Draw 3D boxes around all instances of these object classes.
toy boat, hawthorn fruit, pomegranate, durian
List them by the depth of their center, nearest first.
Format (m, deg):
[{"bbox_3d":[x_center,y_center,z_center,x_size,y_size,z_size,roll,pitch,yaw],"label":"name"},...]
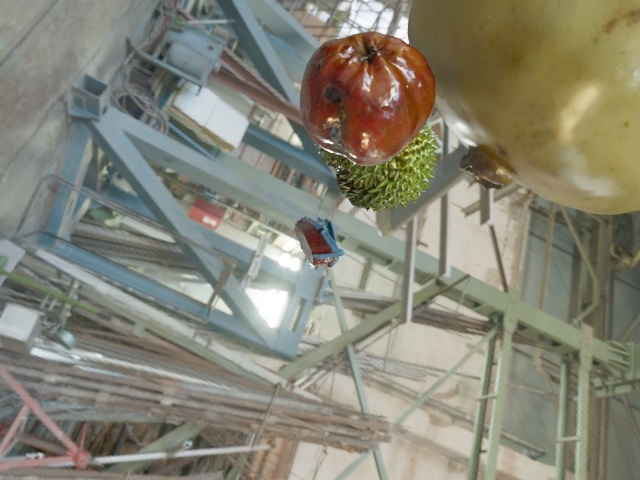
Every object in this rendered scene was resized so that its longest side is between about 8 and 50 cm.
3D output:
[{"bbox_3d":[0.029,-0.086,0.350,0.093,0.093,0.093,-60,-169,20],"label":"hawthorn fruit"},{"bbox_3d":[0.233,-0.182,0.469,0.332,0.332,0.332,-60,-169,20],"label":"pomegranate"},{"bbox_3d":[0.000,0.000,0.909,0.173,0.059,0.069,-132,-153,-69],"label":"toy boat"},{"bbox_3d":[0.124,-0.188,1.130,0.225,0.291,0.291,-36,-170,-4],"label":"durian"}]
